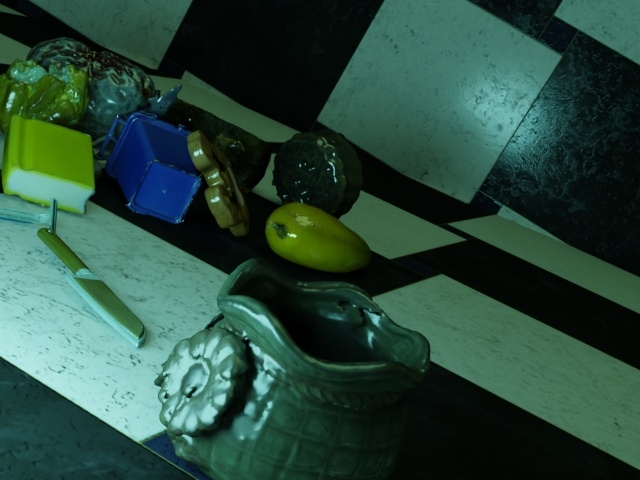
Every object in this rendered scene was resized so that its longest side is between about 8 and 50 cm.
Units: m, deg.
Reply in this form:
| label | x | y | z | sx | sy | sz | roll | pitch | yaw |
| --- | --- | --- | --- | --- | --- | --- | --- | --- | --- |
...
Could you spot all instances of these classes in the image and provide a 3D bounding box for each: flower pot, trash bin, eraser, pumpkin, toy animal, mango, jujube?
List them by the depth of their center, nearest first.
| label | x | y | z | sx | sy | sz | roll | pitch | yaw |
| --- | --- | --- | --- | --- | --- | --- | --- | --- | --- |
| flower pot | -0.039 | 0.161 | 1.152 | 0.302 | 0.213 | 0.302 | 21 | 13 | -5 |
| eraser | -0.501 | -0.143 | 1.849 | 0.158 | 0.069 | 0.226 | 14 | 27 | -22 |
| trash bin | -0.341 | -0.147 | 2.038 | 0.184 | 0.162 | 0.234 | 20 | 20 | -27 |
| mango | 0.000 | 0.000 | 2.080 | 0.317 | 0.119 | 0.176 | 20 | 8 | -47 |
| toy animal | -0.429 | -0.222 | 2.213 | 0.206 | 0.367 | 0.081 | -26 | 83 | -27 |
| jujube | -0.550 | -0.354 | 2.393 | 0.317 | 0.226 | 0.226 | 18 | 13 | 3 |
| pumpkin | -0.261 | -0.234 | 2.434 | 0.317 | 0.139 | 0.222 | 27 | 2 | -32 |

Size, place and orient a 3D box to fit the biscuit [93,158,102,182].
| label | x | y | z | sx | sy | sz | roll | pitch | yaw |
| --- | --- | --- | --- | --- | --- | --- | --- | --- | --- |
| biscuit | -0.533 | -0.165 | 2.031 | 0.181 | 0.049 | 0.208 | 26 | 16 | 12 |

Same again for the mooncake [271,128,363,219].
| label | x | y | z | sx | sy | sz | roll | pitch | yaw |
| --- | --- | --- | --- | --- | --- | --- | --- | --- | --- |
| mooncake | -0.012 | -0.156 | 2.436 | 0.228 | 0.228 | 0.124 | 30 | 21 | 31 |

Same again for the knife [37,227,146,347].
| label | x | y | z | sx | sy | sz | roll | pitch | yaw |
| --- | --- | --- | --- | --- | --- | --- | --- | --- | --- |
| knife | -0.341 | 0.065 | 1.461 | 0.061 | 0.027 | 0.343 | 12 | 19 | -48 |

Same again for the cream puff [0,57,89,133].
| label | x | y | z | sx | sy | sz | roll | pitch | yaw |
| --- | --- | --- | --- | --- | --- | --- | --- | --- | --- |
| cream puff | -0.613 | -0.288 | 2.156 | 0.221 | 0.194 | 0.195 | 8 | 7 | 24 |

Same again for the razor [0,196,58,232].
| label | x | y | z | sx | sy | sz | roll | pitch | yaw |
| --- | --- | --- | --- | --- | --- | --- | --- | --- | --- |
| razor | -0.522 | -0.049 | 1.622 | 0.191 | 0.037 | 0.068 | 10 | 59 | -27 |

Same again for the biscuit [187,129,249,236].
| label | x | y | z | sx | sy | sz | roll | pitch | yaw |
| --- | --- | --- | --- | --- | --- | --- | --- | --- | --- |
| biscuit | -0.193 | -0.107 | 2.031 | 0.047 | 0.202 | 0.334 | -21 | -9 | 2 |
